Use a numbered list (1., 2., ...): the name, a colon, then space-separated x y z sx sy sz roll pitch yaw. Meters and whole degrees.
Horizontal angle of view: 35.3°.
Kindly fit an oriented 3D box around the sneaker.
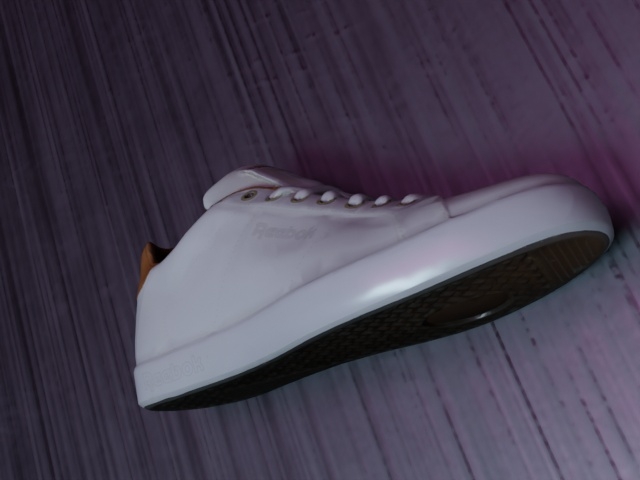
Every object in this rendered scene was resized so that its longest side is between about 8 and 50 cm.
1. sneaker: 0.000 0.000 0.511 0.290 0.106 0.123 -21 69 35
